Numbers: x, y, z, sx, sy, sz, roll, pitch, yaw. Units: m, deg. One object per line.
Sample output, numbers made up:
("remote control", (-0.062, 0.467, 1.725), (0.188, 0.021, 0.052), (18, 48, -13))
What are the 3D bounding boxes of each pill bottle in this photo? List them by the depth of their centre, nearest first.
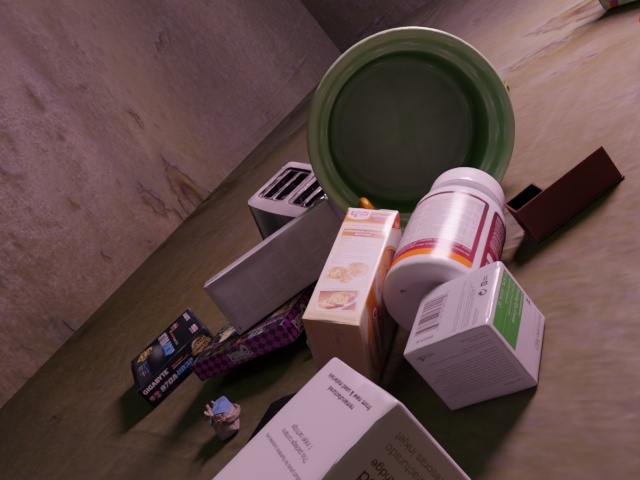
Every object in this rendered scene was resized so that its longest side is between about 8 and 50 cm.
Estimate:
("pill bottle", (0.160, 0.009, 0.854), (0.121, 0.121, 0.221), (-28, 20, 37))

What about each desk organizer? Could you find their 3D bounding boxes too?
("desk organizer", (0.296, -0.060, 0.854), (0.130, 0.050, 0.047), (-39, 17, 7))

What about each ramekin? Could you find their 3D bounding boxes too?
("ramekin", (0.131, -0.168, 1.082), (0.303, 0.303, 0.148), (-39, 9, 7))

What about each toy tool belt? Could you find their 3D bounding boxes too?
("toy tool belt", (-0.146, 0.253, 1.033), (0.052, 0.051, 0.083), (-40, 16, 3))

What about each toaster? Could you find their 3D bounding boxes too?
("toaster", (-0.023, -0.053, 1.262), (0.168, 0.110, 0.185), (15, 50, 41))

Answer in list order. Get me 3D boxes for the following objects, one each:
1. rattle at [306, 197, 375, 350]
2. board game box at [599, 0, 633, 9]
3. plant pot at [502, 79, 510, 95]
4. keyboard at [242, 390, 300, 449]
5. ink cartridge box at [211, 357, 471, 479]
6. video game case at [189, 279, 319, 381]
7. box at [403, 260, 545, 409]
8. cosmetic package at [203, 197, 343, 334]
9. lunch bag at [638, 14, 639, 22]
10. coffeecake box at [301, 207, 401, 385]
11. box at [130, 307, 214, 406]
("rattle", (0.024, 0.056, 1.017), (0.200, 0.143, 0.130), (-27, 35, 23))
("board game box", (0.599, -0.528, 1.216), (0.144, 0.142, 0.275), (-44, 17, -9))
("plant pot", (0.316, -0.275, 1.334), (0.079, 0.083, 0.083), (-1, 41, 45))
("keyboard", (-0.069, 0.293, 0.799), (0.201, 0.033, 0.317), (-32, 19, 47))
("ink cartridge box", (-0.008, 0.252, 0.458), (0.278, 0.201, 0.117), (-44, 16, -10))
("video game case", (-0.088, 0.133, 1.187), (0.232, 0.042, 0.210), (-29, 12, 36))
("box", (0.156, 0.096, 0.699), (0.102, 0.087, 0.101), (-28, 21, 36))
("cosmetic package", (-0.062, 0.040, 1.126), (0.239, 0.099, 0.060), (-35, 7, 1))
("lunch bag", (0.551, -0.355, 0.920), (0.258, 0.120, 0.293), (-36, 18, 19))
("coffeecake box", (0.049, 0.074, 0.846), (0.068, 0.142, 0.185), (5, 45, 20))
("box", (-0.305, 0.234, 1.437), (0.175, 0.051, 0.220), (-44, 16, -10))
